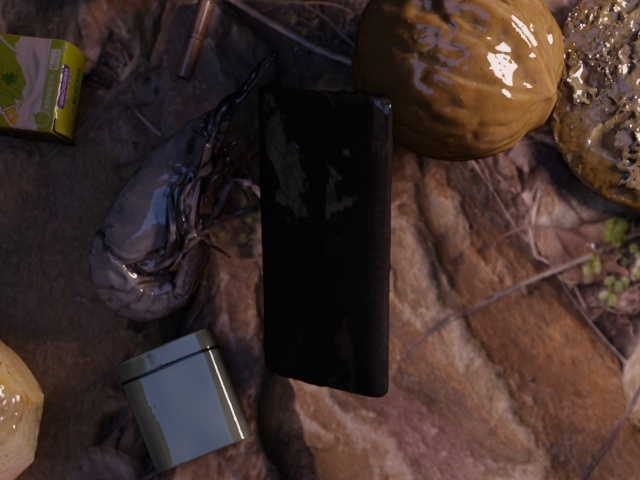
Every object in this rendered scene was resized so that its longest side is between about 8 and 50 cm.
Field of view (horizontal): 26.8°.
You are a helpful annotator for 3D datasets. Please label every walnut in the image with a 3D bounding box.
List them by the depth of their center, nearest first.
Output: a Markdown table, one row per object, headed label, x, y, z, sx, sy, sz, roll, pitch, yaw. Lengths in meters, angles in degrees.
| label | x | y | z | sx | sy | sz | roll | pitch | yaw |
| --- | --- | --- | --- | --- | --- | --- | --- | --- | --- |
| walnut | 0.144 | -0.187 | 1.406 | 0.227 | 0.228 | 0.228 | -1 | 84 | 8 |

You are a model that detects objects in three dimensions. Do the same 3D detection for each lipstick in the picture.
| label | x | y | z | sx | sy | sz | roll | pitch | yaw |
| --- | --- | --- | --- | --- | --- | --- | --- | --- | --- |
| lipstick | -0.146 | -0.231 | 1.548 | 0.019 | 0.019 | 0.094 | 16 | 87 | 9 |

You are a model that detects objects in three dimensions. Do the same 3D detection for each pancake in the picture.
| label | x | y | z | sx | sy | sz | roll | pitch | yaw |
| --- | --- | --- | --- | --- | --- | --- | --- | --- | --- |
| pancake | 0.379 | -0.161 | 1.451 | 0.282 | 0.049 | 0.283 | -1 | 84 | 9 |

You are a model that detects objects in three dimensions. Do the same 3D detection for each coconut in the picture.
| label | x | y | z | sx | sy | sz | roll | pitch | yaw |
| --- | --- | --- | --- | --- | --- | --- | --- | --- | --- |
| coconut | -0.427 | 0.201 | 1.447 | 0.237 | 0.237 | 0.197 | -43 | 76 | 2 |

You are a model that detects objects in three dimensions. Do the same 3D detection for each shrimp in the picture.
| label | x | y | z | sx | sy | sz | roll | pitch | yaw |
| --- | --- | --- | --- | --- | --- | --- | --- | --- | --- |
| shrimp | -0.133 | -0.060 | 1.481 | 0.145 | 0.116 | 0.343 | 33 | 97 | 9 |

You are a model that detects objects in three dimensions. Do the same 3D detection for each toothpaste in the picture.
| label | x | y | z | sx | sy | sz | roll | pitch | yaw |
| --- | --- | --- | --- | --- | --- | --- | --- | --- | --- |
| toothpaste | -0.436 | -0.186 | 1.555 | 0.327 | 0.077 | 0.110 | 7 | 86 | 9 |

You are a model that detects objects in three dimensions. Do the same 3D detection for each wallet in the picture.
| label | x | y | z | sx | sy | sz | roll | pitch | yaw |
| --- | --- | --- | --- | --- | --- | --- | --- | --- | --- |
| wallet | 0.000 | 0.000 | 1.408 | 0.170 | 0.044 | 0.321 | 12 | 110 | 39 |

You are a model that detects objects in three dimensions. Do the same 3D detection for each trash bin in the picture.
| label | x | y | z | sx | sy | sz | roll | pitch | yaw |
| --- | --- | --- | --- | --- | --- | --- | --- | --- | --- |
| trash bin | -0.150 | 0.177 | 1.489 | 0.116 | 0.059 | 0.130 | -23 | 83 | 6 |
